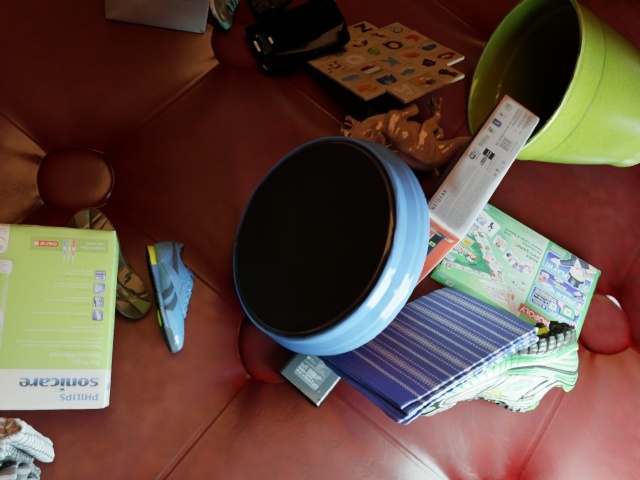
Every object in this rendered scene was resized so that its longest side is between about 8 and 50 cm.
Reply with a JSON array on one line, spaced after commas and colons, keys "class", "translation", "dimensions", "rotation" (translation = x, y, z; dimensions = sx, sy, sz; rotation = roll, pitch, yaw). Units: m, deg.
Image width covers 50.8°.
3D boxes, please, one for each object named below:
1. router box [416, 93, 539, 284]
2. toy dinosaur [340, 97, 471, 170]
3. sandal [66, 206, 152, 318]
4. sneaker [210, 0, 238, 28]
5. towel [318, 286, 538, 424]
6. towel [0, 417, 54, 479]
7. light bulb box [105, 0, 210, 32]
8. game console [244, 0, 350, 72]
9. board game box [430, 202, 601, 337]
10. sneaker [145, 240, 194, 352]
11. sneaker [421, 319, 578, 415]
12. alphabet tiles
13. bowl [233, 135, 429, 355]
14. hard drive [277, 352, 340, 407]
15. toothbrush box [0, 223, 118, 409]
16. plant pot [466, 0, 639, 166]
[{"class": "router box", "translation": [0.250, -0.073, 1.297], "dimensions": [0.082, 0.301, 0.335], "rotation": [36, 60, 4]}, {"class": "toy dinosaur", "translation": [0.180, -0.205, 1.440], "dimensions": [0.296, 0.127, 0.200], "rotation": [18, 61, -5]}, {"class": "sandal", "translation": [-0.381, 0.044, 1.214], "dimensions": [0.090, 0.060, 0.219], "rotation": [-38, 93, -20]}, {"class": "sneaker", "translation": [-0.208, -0.558, 1.532], "dimensions": [0.076, 0.065, 0.166], "rotation": [-16, 66, 20]}, {"class": "towel", "translation": [0.193, 0.192, 1.214], "dimensions": [0.336, 0.040, 0.243], "rotation": [-22, 30, -29]}, {"class": "towel", "translation": [-0.538, 0.314, 0.937], "dimensions": [0.284, 0.235, 0.121], "rotation": [8, 66, -10]}, {"class": "light bulb box", "translation": [-0.329, -0.707, 1.421], "dimensions": [0.225, 0.358, 0.361], "rotation": [5, 65, -15]}, {"class": "game console", "translation": [-0.091, -0.556, 1.560], "dimensions": [0.213, 0.044, 0.361], "rotation": [-23, 67, -3]}, {"class": "board game box", "translation": [0.414, 0.070, 1.415], "dimensions": [0.317, 0.046, 0.213], "rotation": [32, 62, 2]}, {"class": "sneaker", "translation": [-0.258, 0.096, 1.211], "dimensions": [0.082, 0.069, 0.209], "rotation": [-6, 66, -22]}, {"class": "sneaker", "translation": [0.333, 0.265, 1.250], "dimensions": [0.343, 0.134, 0.146], "rotation": [-15, 96, -9]}, {"class": "alphabet tiles", "translation": [0.140, -0.409, 1.515], "dimensions": [0.285, 0.011, 0.342], "rotation": [-27, 48, -25]}, {"class": "bowl", "translation": [0.000, 0.000, 1.164], "dimensions": [0.077, 0.391, 0.391], "rotation": [24, 52, -47]}, {"class": "hard drive", "translation": [0.000, 0.225, 1.242], "dimensions": [0.094, 0.022, 0.135], "rotation": [40, 62, 7]}, {"class": "toothbrush box", "translation": [-0.441, 0.126, 1.085], "dimensions": [0.206, 0.122, 0.283], "rotation": [2, 77, -14]}, {"class": "plant pot", "translation": [0.581, -0.319, 1.507], "dimensions": [0.353, 0.366, 0.366], "rotation": [14, 61, -22]}]
